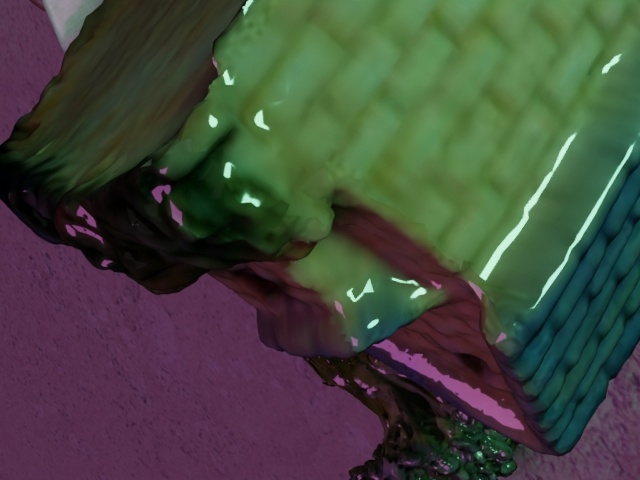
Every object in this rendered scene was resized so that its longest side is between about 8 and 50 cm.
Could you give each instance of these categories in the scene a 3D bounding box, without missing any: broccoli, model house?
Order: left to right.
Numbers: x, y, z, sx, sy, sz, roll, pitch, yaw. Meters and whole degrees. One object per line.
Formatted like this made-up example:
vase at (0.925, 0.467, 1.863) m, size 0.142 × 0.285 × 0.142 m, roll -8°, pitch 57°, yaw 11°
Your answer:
broccoli at (0.067, 0.123, 1.221) m, size 0.275 × 0.177 × 0.198 m, roll 50°, pitch 146°, yaw 13°
model house at (0.058, -0.063, 0.894) m, size 0.400 × 0.395 × 0.445 m, roll 36°, pitch 162°, yaw -22°

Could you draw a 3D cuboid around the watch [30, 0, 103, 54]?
watch at (-0.125, -0.159, 1.167) m, size 0.162 × 0.253 × 0.241 m, roll -25°, pitch 80°, yaw 23°
